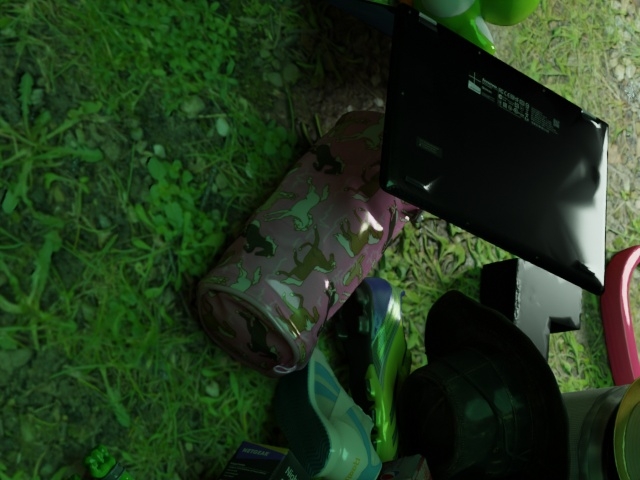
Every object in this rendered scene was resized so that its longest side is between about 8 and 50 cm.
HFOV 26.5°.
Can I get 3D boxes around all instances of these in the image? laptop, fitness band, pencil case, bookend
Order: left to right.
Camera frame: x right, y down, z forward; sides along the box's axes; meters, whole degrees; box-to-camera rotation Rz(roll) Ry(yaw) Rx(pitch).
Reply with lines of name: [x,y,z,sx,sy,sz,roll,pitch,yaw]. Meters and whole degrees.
pencil case: [0.000,0.000,1.739,0.386,0.167,0.160,-50,149,-34]
laptop: [0.172,-0.142,1.818,0.382,0.236,0.407,24,59,-31]
bookend: [0.314,0.122,2.004,0.157,0.072,0.156,16,71,-35]
fitness band: [0.541,0.149,2.191,0.209,0.054,0.290,-4,81,-36]

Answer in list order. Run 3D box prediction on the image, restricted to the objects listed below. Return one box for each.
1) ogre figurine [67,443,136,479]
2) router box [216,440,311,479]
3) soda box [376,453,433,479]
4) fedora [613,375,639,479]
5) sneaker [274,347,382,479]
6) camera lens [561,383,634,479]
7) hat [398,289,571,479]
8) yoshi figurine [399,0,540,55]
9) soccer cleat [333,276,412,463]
ogre figurine: [-0.247,0.341,1.508,0.118,0.097,0.197,30,51,-16]
router box: [-0.055,0.427,1.595,0.243,0.081,0.309,-56,130,-32]
soda box: [0.121,0.403,1.679,0.083,0.092,0.263,-41,113,-69]
fedora: [0.452,0.259,1.722,0.194,0.079,0.194,9,75,-36]
sneaker: [0.008,0.219,1.684,0.092,0.087,0.228,22,27,-26]
camera lens: [0.362,0.316,1.868,0.219,0.274,0.219,10,74,-36]
hat: [0.181,0.237,1.735,0.134,0.331,0.331,-24,95,-25]
yoshi figurine: [0.200,-0.439,1.965,0.203,0.203,0.362,-35,103,-47]
soccer cleat: [0.084,0.191,1.798,0.121,0.093,0.289,6,76,-39]
